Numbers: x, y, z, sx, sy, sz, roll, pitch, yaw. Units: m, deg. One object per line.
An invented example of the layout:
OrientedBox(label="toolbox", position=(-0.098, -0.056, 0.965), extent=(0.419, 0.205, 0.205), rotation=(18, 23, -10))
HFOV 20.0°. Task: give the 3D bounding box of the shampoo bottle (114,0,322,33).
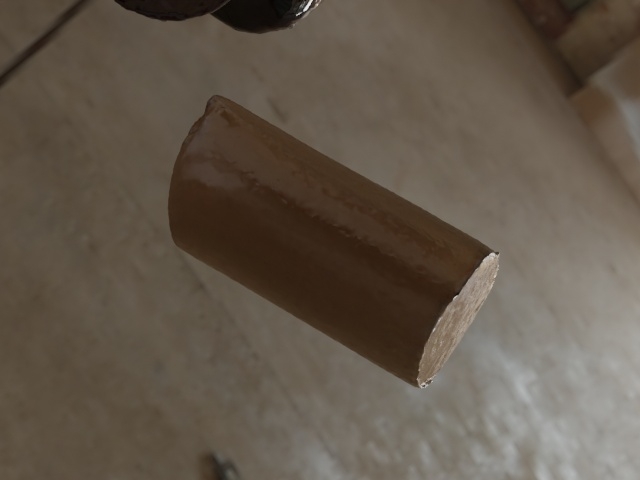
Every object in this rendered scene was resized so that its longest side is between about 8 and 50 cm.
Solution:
OrientedBox(label="shampoo bottle", position=(-0.027, -0.170, 0.854), extent=(0.129, 0.084, 0.323), rotation=(60, 19, -8))

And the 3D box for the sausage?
OrientedBox(label="sausage", position=(0.000, 0.000, 1.380), extent=(0.253, 0.123, 0.123), rotation=(30, 17, 12))
